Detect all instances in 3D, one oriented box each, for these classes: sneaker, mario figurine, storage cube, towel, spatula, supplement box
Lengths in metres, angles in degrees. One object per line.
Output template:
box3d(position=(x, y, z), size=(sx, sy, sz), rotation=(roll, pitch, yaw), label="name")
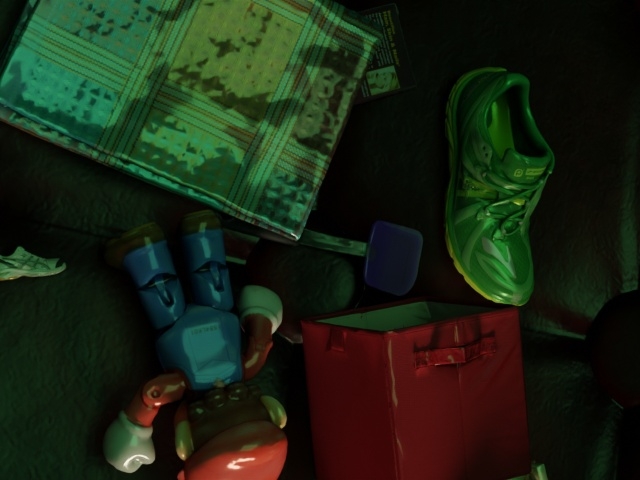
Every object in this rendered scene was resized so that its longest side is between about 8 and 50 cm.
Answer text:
box3d(position=(0.217, -0.066, 1.691), size=(0.109, 0.123, 0.296), rotation=(-7, 90, -30), label="sneaker")
box3d(position=(-0.138, 0.141, 1.504), size=(0.198, 0.170, 0.321), rotation=(-16, 84, 13), label="mario figurine")
box3d(position=(-0.305, 0.021, 1.448), size=(0.083, 0.032, 0.037), rotation=(-5, 89, -30), label="sneaker")
box3d(position=(0.105, 0.174, 1.565), size=(0.183, 0.215, 0.193), rotation=(-8, 96, -30), label="storage cube")
box3d(position=(-0.141, -0.188, 1.487), size=(0.370, 0.040, 0.271), rotation=(23, 84, -13), label="towel")
box3d(position=(0.000, 0.000, 1.617), size=(0.296, 0.030, 0.084), rotation=(14, 82, -28), label="spatula")
box3d(position=(0.005, -0.199, 1.608), size=(0.188, 0.081, 0.104), rotation=(-18, 94, -28), label="supplement box")

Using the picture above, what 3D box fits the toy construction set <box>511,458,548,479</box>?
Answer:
box3d(position=(0.163, 0.350, 1.590), size=(0.327, 0.215, 0.151), rotation=(-32, 82, -30), label="toy construction set")
